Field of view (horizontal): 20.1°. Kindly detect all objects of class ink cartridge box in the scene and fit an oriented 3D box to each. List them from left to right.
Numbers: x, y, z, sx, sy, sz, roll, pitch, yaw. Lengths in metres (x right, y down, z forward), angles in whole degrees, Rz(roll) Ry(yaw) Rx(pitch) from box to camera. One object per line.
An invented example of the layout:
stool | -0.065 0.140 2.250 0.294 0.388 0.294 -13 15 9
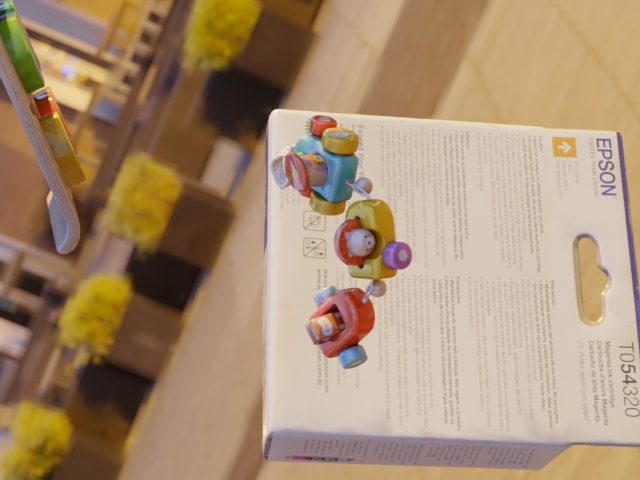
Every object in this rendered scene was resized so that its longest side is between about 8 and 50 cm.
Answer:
ink cartridge box | 0.113 0.043 1.600 0.071 0.330 0.324 105 167 -59

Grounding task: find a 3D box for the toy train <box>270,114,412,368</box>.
toy train | 0.000 0.000 1.234 0.125 0.046 0.166 -39 66 49

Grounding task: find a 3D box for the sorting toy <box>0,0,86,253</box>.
sorting toy | -0.219 -0.110 1.377 0.193 0.038 0.208 -128 20 -72
